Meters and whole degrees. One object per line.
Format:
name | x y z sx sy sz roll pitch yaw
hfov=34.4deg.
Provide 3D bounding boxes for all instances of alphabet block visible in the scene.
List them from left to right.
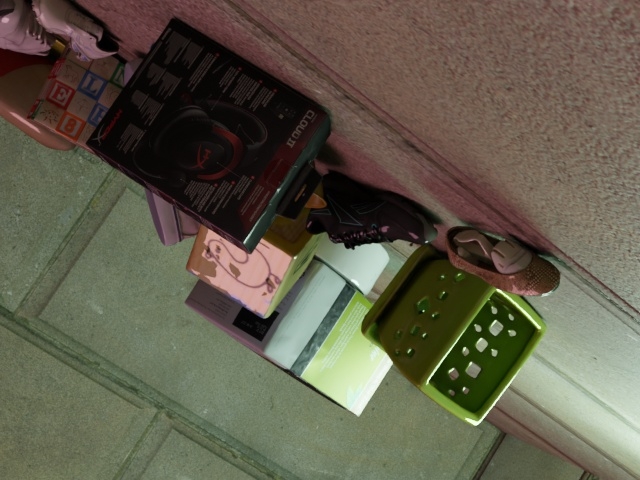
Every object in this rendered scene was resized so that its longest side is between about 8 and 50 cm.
alphabet block | -0.107 -0.012 1.907 0.192 0.193 0.197 30 136 5

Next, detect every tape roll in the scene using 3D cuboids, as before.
tape roll | 0.000 0.000 2.164 0.286 0.100 0.286 32 171 5

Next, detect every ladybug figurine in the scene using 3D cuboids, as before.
ladybug figurine | -0.681 -0.360 2.340 0.449 0.162 0.305 35 178 36

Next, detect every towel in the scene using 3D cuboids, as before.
towel | -0.556 -0.401 2.198 0.102 0.021 0.237 34 172 -13

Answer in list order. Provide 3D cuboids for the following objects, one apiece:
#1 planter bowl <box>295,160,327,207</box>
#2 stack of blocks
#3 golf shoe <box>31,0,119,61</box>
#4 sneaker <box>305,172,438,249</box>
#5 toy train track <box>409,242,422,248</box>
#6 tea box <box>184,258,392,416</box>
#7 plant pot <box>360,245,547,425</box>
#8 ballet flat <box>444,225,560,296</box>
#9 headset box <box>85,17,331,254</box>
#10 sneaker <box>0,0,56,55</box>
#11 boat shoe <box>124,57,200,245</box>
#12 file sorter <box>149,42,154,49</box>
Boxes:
planter bowl | -0.080 -0.130 1.643 0.217 0.090 0.217 18 172 3
stack of blocks | -0.376 -0.232 1.957 0.297 0.171 0.087 30 175 -25
golf shoe | -0.405 -0.365 1.734 0.086 0.069 0.176 5 162 28
sneaker | 0.079 -0.025 1.676 0.267 0.106 0.101 22 165 48
toy train track | 0.157 -0.001 1.844 0.083 0.014 0.048 33 172 6
tea box | -0.050 0.168 2.214 0.323 0.220 0.329 41 169 -38
plant pot | 0.220 0.155 1.812 0.207 0.228 0.227 34 176 43
ballet flat | 0.246 0.025 1.459 0.206 0.073 0.067 18 149 51
headset box | -0.139 -0.135 1.446 0.293 0.218 0.110 32 173 7
sneaker | -0.558 -0.412 1.938 0.129 0.111 0.297 17 179 -14
boat shoe | -0.249 -0.168 1.878 0.136 0.156 0.367 -134 31 -56
file sorter | -0.223 -0.218 1.689 0.170 0.104 0.118 32 173 3
